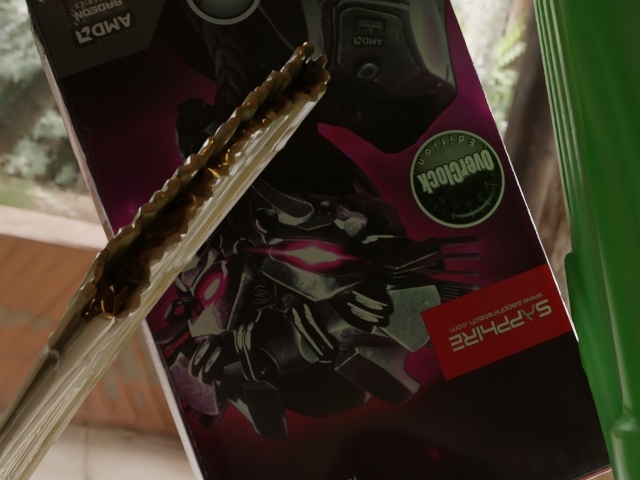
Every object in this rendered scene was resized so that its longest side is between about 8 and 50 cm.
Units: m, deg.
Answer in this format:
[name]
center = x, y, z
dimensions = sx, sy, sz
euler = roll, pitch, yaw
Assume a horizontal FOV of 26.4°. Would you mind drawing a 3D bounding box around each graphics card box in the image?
[graphics card box]
center = 0.000, 0.000, 0.791
dimensions = 0.233, 0.370, 0.094
euler = -20, -2, -10

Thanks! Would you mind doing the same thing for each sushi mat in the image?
[sushi mat]
center = -0.101, 0.066, 0.478
dimensions = 0.019, 0.316, 0.151
euler = 39, 41, -1

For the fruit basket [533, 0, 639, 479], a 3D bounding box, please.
[fruit basket]
center = 0.236, 0.025, 0.479
dimensions = 0.283, 0.392, 0.392
euler = -22, 1, 10
